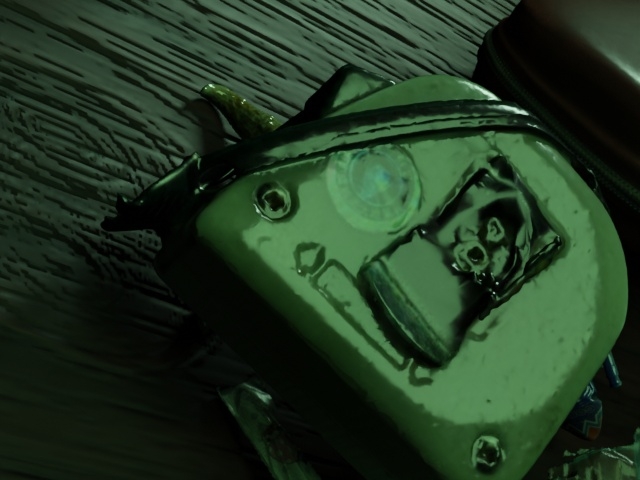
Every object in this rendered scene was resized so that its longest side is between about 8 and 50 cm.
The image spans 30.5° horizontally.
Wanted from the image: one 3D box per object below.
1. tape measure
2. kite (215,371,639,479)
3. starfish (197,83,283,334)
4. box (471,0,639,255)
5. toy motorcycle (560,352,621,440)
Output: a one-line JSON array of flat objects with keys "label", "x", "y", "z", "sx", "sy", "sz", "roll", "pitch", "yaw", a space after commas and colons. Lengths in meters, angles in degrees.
[{"label": "tape measure", "x": 0.043, "y": -0.002, "z": 0.604, "sx": 0.235, "sy": 0.115, "sz": 0.207, "roll": 45, "pitch": 66, "yaw": -6}, {"label": "kite", "x": 0.061, "y": 0.219, "z": 0.588, "sx": 0.406, "sy": 0.014, "sz": 0.368, "roll": -27, "pitch": 75, "yaw": -35}, {"label": "starfish", "x": 0.001, "y": -0.001, "z": 0.686, "sx": 0.223, "sy": 0.050, "sz": 0.217, "roll": 51, "pitch": 53, "yaw": -5}, {"label": "box", "x": 0.289, "y": -0.087, "z": 0.889, "sx": 0.404, "sy": 0.108, "sz": 0.263, "roll": -6, "pitch": 44, "yaw": -46}, {"label": "toy motorcycle", "x": 0.131, "y": 0.034, "z": 0.756, "sx": 0.205, "sy": 0.076, "sz": 0.114, "roll": 48, "pitch": 44, "yaw": -30}]
